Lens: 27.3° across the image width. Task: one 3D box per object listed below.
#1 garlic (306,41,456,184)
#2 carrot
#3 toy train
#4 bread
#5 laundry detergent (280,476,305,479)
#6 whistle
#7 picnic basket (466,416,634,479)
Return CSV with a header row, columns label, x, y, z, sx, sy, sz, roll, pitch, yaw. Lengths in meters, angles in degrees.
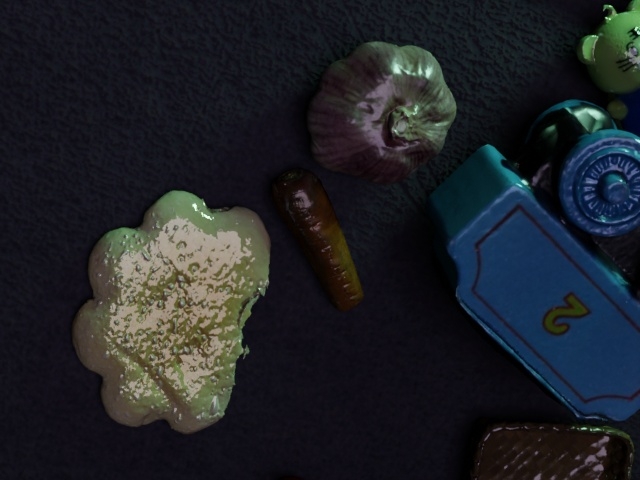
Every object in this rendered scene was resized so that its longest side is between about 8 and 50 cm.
label,x,y,z,sx,sy,sz,roll,pitch,yaw
garlic,0.065,-0.129,1.341,0.159,0.102,0.147,-16,102,-13
carrot,0.000,0.000,1.372,0.055,0.055,0.162,-29,108,-10
toy train,0.276,0.023,1.379,0.265,0.188,0.300,-44,108,10
bread,-0.156,0.074,1.345,0.181,0.039,0.251,15,95,-18
laundry detergent,0.001,0.303,1.362,0.049,0.165,0.097,-41,108,-5
whistle,0.355,-0.155,1.429,0.105,0.085,0.227,-36,108,-14
picnic basket,0.253,0.253,1.485,0.193,0.055,0.110,7,98,-17
